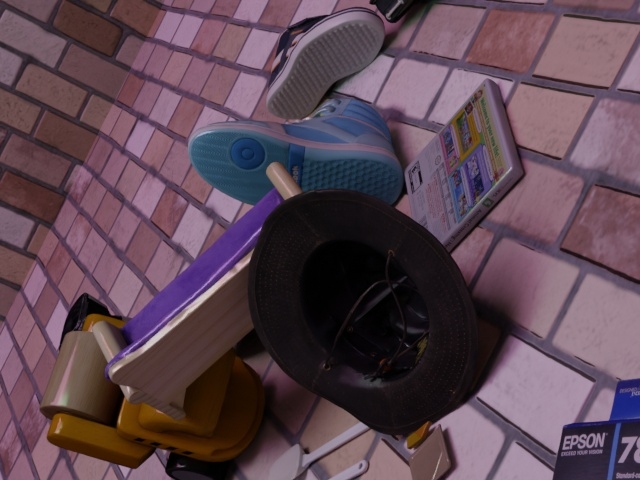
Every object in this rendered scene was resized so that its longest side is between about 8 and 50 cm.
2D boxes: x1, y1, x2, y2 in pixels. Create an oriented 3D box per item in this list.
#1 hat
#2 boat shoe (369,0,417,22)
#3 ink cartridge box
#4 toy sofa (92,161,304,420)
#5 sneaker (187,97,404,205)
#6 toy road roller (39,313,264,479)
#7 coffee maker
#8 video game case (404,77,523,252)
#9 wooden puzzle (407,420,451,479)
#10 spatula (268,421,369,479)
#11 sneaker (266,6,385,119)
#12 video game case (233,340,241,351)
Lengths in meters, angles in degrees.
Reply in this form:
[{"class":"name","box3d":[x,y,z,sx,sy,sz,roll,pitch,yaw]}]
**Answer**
[{"class":"hat","box3d":[0.076,0.068,1.582,0.331,0.331,0.134,-42,-7,40]},{"class":"boat shoe","box3d":[0.185,-0.451,2.010,0.114,0.091,0.302,-36,2,-38]},{"class":"ink cartridge box","box3d":[0.273,0.265,1.150,0.165,0.065,0.332,-21,47,58]},{"class":"toy sofa","box3d":[-0.147,0.063,1.740,0.362,0.177,0.150,-42,50,8]},{"class":"sneaker","box3d":[-0.036,-0.145,1.921,0.208,0.319,0.127,-88,11,-57]},{"class":"toy road roller","box3d":[-0.247,0.226,1.923,0.240,0.330,0.202,115,171,-64]},{"class":"coffee maker","box3d":[-0.396,0.197,2.425,0.120,0.178,0.171,-59,24,12]},{"class":"video game case","box3d":[0.189,-0.092,1.721,0.193,0.023,0.212,-49,27,30]},{"class":"wooden puzzle","box3d":[0.130,0.262,1.501,0.078,0.014,0.116,-52,26,34]},{"class":"spatula","box3d":[-0.006,0.332,1.700,0.242,0.019,0.168,-40,32,42]},{"class":"sneaker","box3d":[0.001,-0.340,2.220,0.321,0.126,0.127,-35,42,50]},{"class":"video game case","box3d":[-0.112,0.067,2.026,0.285,0.025,0.204,110,178,-72]}]
